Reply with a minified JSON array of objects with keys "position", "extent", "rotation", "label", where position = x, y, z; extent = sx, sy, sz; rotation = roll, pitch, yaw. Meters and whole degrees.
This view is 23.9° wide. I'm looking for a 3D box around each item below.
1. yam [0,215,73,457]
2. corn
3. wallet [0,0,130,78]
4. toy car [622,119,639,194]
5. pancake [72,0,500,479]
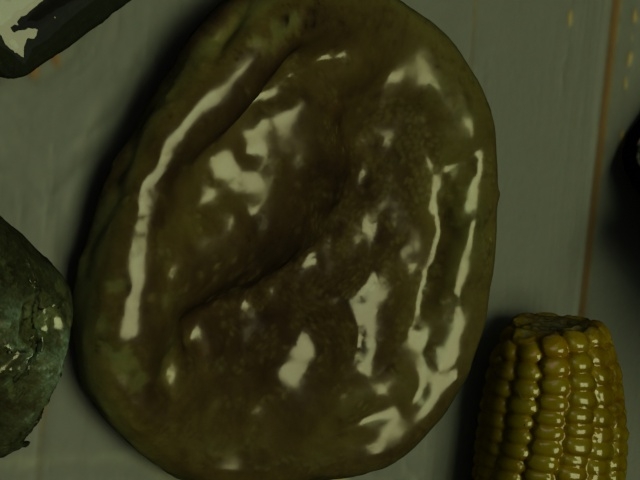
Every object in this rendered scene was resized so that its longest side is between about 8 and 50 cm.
[{"position":[-0.181,0.017,0.631],"extent":[0.183,0.107,0.107],"rotation":[39,71,-38],"label":"yam"},{"position":[0.135,0.197,0.917],"extent":[0.106,0.106,0.305],"rotation":[1,91,-40],"label":"corn"},{"position":[-0.099,-0.201,0.705],"extent":[0.245,0.052,0.168],"rotation":[-42,116,-25],"label":"wallet"},{"position":[0.343,-0.040,1.008],"extent":[0.213,0.176,0.358],"rotation":[49,65,-34],"label":"toy car"},{"position":[0.000,0.000,0.810],"extent":[0.294,0.049,0.294],"rotation":[-7,101,-40],"label":"pancake"}]
